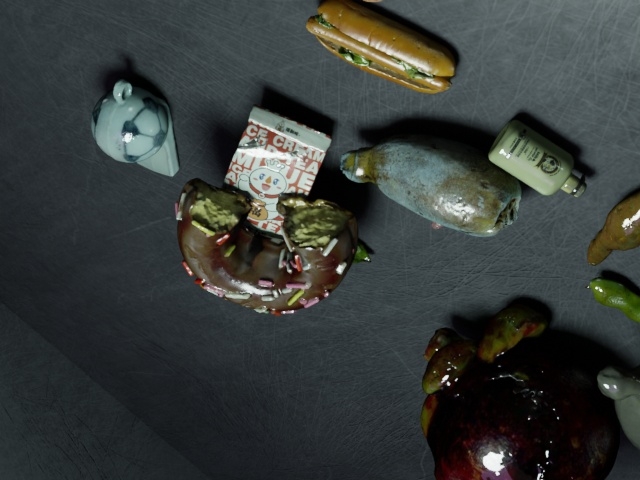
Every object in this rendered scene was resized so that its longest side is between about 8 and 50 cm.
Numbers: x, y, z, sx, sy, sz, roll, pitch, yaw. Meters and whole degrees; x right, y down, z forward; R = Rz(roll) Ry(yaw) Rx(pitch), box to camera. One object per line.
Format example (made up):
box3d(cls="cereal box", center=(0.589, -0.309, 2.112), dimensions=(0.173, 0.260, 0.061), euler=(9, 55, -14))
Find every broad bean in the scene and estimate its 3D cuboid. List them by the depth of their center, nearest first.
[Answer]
box3d(cls="broad bean", center=(0.585, 0.135, 1.758), dimensions=(0.256, 0.052, 0.053), euler=(31, -171, -3))

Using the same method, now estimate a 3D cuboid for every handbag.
box3d(cls="handbag", center=(-0.084, -0.130, 1.872), dimensions=(0.171, 0.151, 0.298), euler=(26, 138, -3))

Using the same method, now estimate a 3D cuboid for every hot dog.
box3d(cls="hot dog", center=(0.096, -0.302, 1.570), dimensions=(0.249, 0.068, 0.100), euler=(27, 145, 7))

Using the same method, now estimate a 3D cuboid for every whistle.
box3d(cls="whistle", center=(-0.373, -0.207, 1.976), dimensions=(0.163, 0.163, 0.289), euler=(20, 144, 17))

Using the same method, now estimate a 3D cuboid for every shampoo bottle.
box3d(cls="shampoo bottle", center=(0.354, -0.121, 1.587), dimensions=(0.162, 0.079, 0.079), euler=(33, 146, -1))

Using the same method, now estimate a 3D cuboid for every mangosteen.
box3d(cls="mangosteen", center=(0.387, 0.348, 1.928), dimensions=(0.381, 0.421, 0.381), euler=(-7, 154, -4))

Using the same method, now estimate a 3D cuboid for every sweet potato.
box3d(cls="sweet potato", center=(0.494, -0.016, 1.619), dimensions=(0.075, 0.075, 0.269), euler=(30, 149, 2))

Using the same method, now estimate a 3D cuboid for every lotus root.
box3d(cls="lotus root", center=(0.186, -0.112, 1.679), dimensions=(0.322, 0.140, 0.158), euler=(25, -173, 23))

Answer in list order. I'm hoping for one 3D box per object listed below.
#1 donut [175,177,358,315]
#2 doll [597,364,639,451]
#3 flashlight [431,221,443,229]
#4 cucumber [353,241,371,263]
box3d(cls="donut", center=(-0.112, 0.026, 1.838), dimensions=(0.345, 0.136, 0.259), euler=(15, 134, 3))
box3d(cls="doll", center=(0.641, 0.381, 1.735), dimensions=(0.252, 0.378, 0.382), euler=(-14, 140, 33))
box3d(cls="flashlight", center=(0.233, -0.050, 1.813), dimensions=(0.052, 0.031, 0.110), euler=(33, 146, -3))
box3d(cls="cucumber", center=(0.000, 0.000, 2.033), dimensions=(0.227, 0.069, 0.069), euler=(20, 145, 9))
